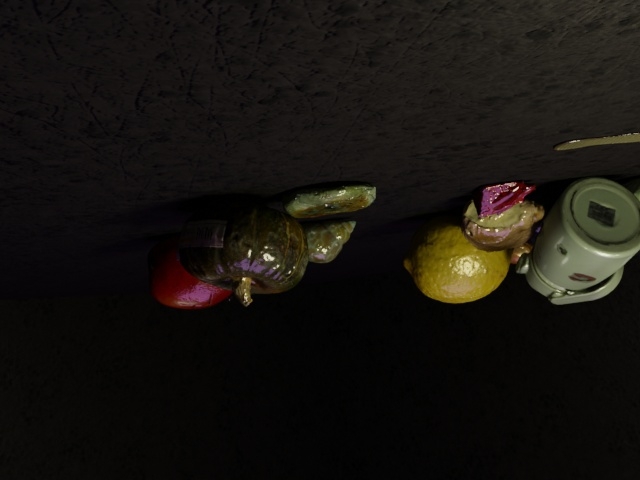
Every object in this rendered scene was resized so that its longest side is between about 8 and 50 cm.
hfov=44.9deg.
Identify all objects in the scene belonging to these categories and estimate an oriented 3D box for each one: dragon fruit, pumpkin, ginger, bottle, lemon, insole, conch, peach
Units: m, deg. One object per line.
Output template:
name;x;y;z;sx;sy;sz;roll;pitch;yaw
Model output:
dragon fruit;0.409;-0.091;1.714;0.131;0.063;0.097;-7;174;3
pumpkin;-0.145;0.032;1.489;0.261;0.189;0.260;7;171;1
ginger;0.448;-0.052;1.849;0.276;0.130;0.221;-9;167;-36
bottle;0.616;0.029;1.848;0.229;0.229;0.351;-6;151;-10
lemon;0.376;0.044;2.075;0.311;0.253;0.253;-7;174;-7
insole;0.531;-0.177;1.351;0.254;0.005;0.086;-7;173;-3
conch;-0.012;0.000;1.909;0.173;0.105;0.116;10;-162;14
peach;-0.298;0.074;1.856;0.226;0.196;0.190;-4;-154;-9

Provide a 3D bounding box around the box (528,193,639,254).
box;0.687;-0.027;2.080;0.290;0.073;0.289;33;151;-30

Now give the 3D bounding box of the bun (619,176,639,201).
bun;0.798;-0.097;1.872;0.196;0.118;0.195;-1;172;0

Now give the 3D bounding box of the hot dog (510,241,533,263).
hot dog;0.451;0.018;2.255;0.338;0.100;0.135;11;-175;27

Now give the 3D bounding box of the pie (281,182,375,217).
pie;0.016;-0.077;1.497;0.187;0.041;0.187;-6;173;-1
